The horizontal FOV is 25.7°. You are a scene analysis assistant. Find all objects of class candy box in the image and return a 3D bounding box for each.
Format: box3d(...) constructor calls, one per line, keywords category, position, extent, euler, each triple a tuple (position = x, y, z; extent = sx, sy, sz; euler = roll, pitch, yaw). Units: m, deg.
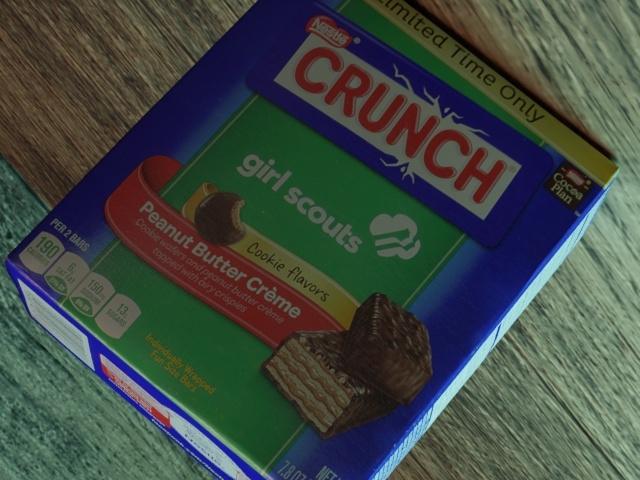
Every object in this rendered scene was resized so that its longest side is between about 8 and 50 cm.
box3d(category="candy box", position=(0.000, 0.000, 0.942), extent=(0.268, 0.317, 0.122), euler=(38, 160, 9))
